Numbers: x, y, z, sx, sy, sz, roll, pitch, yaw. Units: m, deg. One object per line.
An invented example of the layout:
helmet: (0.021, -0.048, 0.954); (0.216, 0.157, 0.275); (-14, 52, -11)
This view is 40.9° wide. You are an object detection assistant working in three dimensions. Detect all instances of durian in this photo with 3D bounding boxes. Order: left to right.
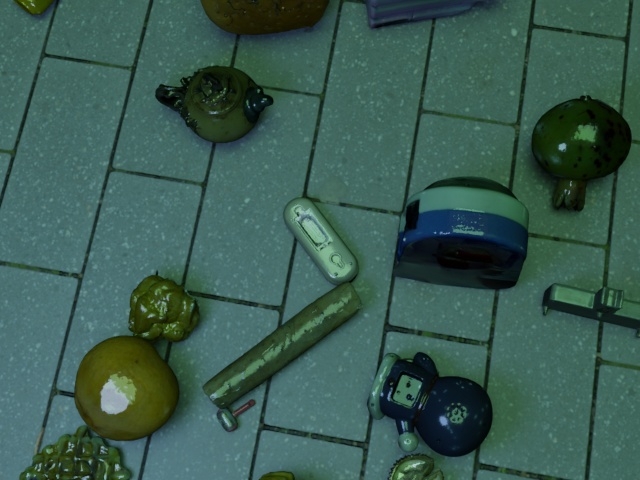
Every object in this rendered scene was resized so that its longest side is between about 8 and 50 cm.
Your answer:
durian: (0.176, 0.489, 1.690); (0.110, 0.071, 0.140); (31, 65, 5)

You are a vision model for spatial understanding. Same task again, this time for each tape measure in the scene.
tape measure: (0.287, -0.017, 1.739); (0.259, 0.262, 0.138); (6, 65, 3)

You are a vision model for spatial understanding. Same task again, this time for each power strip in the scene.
power strip: (0.569, 0.134, 1.737); (0.215, 0.145, 0.061); (12, 74, 6)

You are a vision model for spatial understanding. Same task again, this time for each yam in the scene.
yam: (-0.075, 0.215, 1.769); (0.371, 0.083, 0.083); (-35, 77, -7)

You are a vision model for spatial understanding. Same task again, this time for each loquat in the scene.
loquat: (-0.381, 0.294, 1.696); (0.208, 0.208, 0.208); (0, 75, 2)

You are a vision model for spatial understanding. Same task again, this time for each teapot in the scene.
teapot: (-0.232, -0.309, 1.862); (0.269, 0.182, 0.173); (9, 76, 5)

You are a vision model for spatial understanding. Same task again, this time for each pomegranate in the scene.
pomegranate: (0.547, -0.183, 1.818); (0.202, 0.202, 0.248); (6, 105, 3)

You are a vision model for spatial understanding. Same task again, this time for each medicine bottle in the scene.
medicine bottle: (-0.616, -0.645, 2.027); (0.095, 0.064, 0.260); (36, 78, 11)

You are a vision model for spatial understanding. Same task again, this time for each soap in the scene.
soap: (0.261, -0.585, 1.916); (0.323, 0.193, 0.109); (-9, 75, -1)

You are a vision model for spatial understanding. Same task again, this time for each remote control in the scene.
remote control: (0.000, 0.000, 1.843); (0.078, 0.042, 0.221); (-35, 76, -8)

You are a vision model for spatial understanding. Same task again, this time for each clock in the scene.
clock: (0.218, 0.330, 1.700); (0.243, 0.146, 0.200); (22, 72, 15)

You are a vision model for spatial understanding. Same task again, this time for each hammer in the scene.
hammer: (-0.170, 0.353, 1.762); (0.083, 0.031, 0.053); (-31, 79, -17)

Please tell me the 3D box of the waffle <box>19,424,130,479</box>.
waffle: (-0.494, 0.492, 1.718); (0.223, 0.054, 0.204); (-40, 77, -8)

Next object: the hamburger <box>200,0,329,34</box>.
hamburger: (-0.117, -0.579, 1.881); (0.304, 0.284, 0.174); (-6, 61, 5)

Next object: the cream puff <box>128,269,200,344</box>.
cream puff: (-0.331, 0.151, 1.772); (0.156, 0.121, 0.156); (0, 80, -1)

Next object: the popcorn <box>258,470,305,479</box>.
popcorn: (-0.075, 0.558, 1.614); (0.200, 0.203, 0.226); (20, 94, 17)
